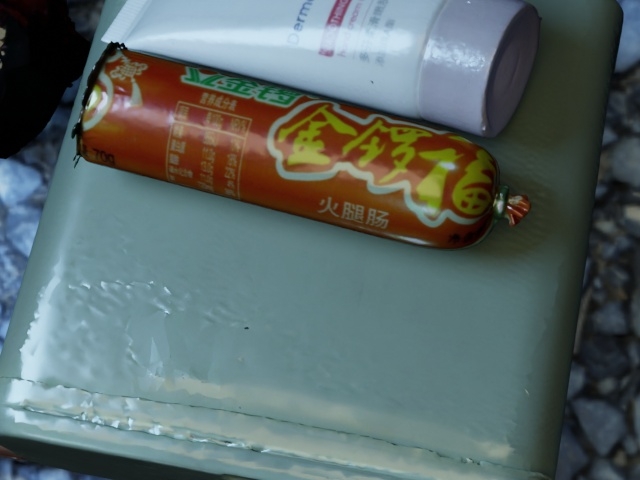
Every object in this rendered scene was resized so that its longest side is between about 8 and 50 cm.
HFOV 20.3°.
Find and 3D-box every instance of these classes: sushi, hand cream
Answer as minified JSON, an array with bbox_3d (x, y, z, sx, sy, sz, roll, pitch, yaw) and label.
[{"bbox_3d":[-0.245,-0.136,1.222,0.172,0.153,0.150,-37,64,-13],"label":"sushi"},{"bbox_3d":[0.005,-0.139,1.063,0.247,0.083,0.133,19,64,20],"label":"hand cream"}]

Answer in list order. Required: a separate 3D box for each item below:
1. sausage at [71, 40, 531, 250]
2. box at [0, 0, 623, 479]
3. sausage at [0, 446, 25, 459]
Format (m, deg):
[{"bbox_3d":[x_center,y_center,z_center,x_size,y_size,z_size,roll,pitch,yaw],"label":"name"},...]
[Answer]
[{"bbox_3d":[-0.007,-0.049,1.030,0.264,0.083,0.083,14,91,9],"label":"sausage"},{"bbox_3d":[0.000,0.000,1.140,0.351,0.177,0.344,9,73,9],"label":"box"},{"bbox_3d":[-0.244,0.120,1.255,0.304,0.078,0.078,-1,88,6],"label":"sausage"}]
